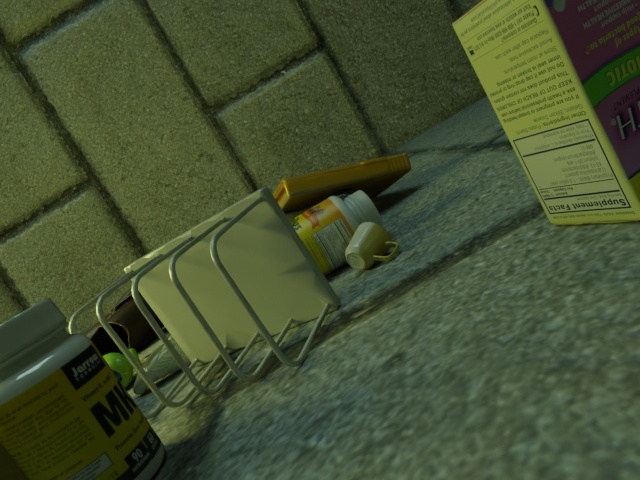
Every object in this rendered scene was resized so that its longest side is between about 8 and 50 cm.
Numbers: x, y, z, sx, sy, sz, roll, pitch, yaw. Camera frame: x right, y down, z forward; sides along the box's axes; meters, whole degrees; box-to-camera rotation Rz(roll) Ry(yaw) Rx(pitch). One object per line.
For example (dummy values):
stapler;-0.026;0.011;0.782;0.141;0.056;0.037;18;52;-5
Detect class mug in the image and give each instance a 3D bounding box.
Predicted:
mug;0.075;0.011;0.805;0.078;0.062;0.064;-30;14;50

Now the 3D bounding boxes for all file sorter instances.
file sorter;-0.156;0.094;0.679;0.277;0.193;0.173;-26;13;26

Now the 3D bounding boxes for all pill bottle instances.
pill bottle;0.000;0.000;0.909;0.215;0.117;0.117;-31;9;-7
pill bottle;-0.264;0.172;0.525;0.119;0.208;0.119;-30;10;5

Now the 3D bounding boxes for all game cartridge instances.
game cartridge;0.036;-0.125;1.274;0.323;0.053;0.285;-17;-6;-18

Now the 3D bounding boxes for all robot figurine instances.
robot figurine;-0.386;0.247;0.959;0.101;0.067;0.115;-21;5;-24

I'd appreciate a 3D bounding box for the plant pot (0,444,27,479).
plant pot;-0.427;0.276;0.558;0.212;0.212;0.187;-27;21;22

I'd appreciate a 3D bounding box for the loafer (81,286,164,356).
loafer;-0.458;0.215;1.233;0.366;0.134;0.130;-47;20;-28

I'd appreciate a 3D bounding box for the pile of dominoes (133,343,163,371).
pile of dominoes;-0.265;0.181;1.022;0.251;0.040;0.196;-19;14;49

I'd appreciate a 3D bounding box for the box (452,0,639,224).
box;0.293;-0.173;0.512;0.213;0.243;0.117;-32;9;-15

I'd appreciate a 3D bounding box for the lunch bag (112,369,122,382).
lunch bag;-0.380;0.262;0.771;0.129;0.096;0.151;-23;21;41

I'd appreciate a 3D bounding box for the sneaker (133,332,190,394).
sneaker;-0.248;0.199;0.848;0.152;0.061;0.054;-50;18;-3

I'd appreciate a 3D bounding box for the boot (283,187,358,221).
boot;-0.058;0.006;1.108;0.338;0.118;0.223;-31;13;22
